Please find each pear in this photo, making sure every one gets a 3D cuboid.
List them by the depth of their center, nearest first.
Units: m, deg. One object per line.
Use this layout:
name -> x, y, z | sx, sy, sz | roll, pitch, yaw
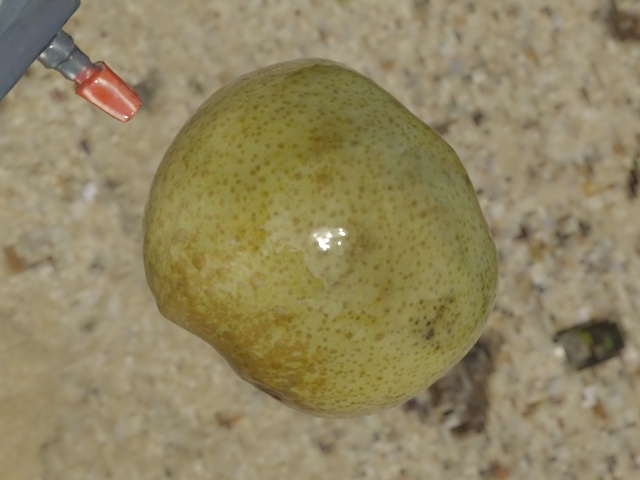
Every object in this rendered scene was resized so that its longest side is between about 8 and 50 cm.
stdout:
pear -> 0.000, 0.000, 0.864 | 0.167, 0.136, 0.167 | 46, 2, -2

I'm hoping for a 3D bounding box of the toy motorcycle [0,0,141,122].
toy motorcycle -> -0.072, -0.183, 0.748 | 0.221, 0.326, 0.148 | 39, -2, -23
